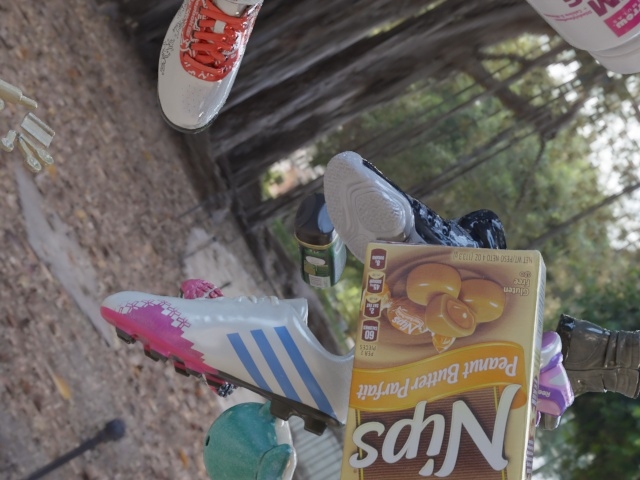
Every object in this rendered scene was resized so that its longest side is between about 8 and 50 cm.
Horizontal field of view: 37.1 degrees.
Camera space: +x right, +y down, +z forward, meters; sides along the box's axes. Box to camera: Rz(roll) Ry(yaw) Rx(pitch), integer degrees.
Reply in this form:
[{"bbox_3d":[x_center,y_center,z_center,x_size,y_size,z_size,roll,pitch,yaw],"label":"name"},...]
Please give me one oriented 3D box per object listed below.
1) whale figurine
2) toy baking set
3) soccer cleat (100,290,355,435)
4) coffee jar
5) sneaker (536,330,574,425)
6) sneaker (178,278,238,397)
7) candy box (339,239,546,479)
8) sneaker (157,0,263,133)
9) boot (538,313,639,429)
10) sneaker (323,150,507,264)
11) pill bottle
[{"bbox_3d":[-0.124,0.376,1.664,0.141,0.216,0.272,18,-4,-16],"label":"whale figurine"},{"bbox_3d":[-0.528,-0.208,1.566,0.256,0.030,0.197,30,25,-48],"label":"toy baking set"},{"bbox_3d":[-0.096,0.114,1.158,0.331,0.143,0.116,25,-14,-1],"label":"soccer cleat"},{"bbox_3d":[0.000,0.000,1.692,0.184,0.079,0.096,84,22,-56],"label":"coffee jar"},{"bbox_3d":[0.225,0.201,1.216,0.095,0.236,0.105,-32,92,-44],"label":"sneaker"},{"bbox_3d":[-0.246,0.200,1.955,0.112,0.121,0.299,23,-42,33],"label":"sneaker"},{"bbox_3d":[0.126,0.166,0.979,0.087,0.182,0.317,38,57,-66],"label":"candy box"},{"bbox_3d":[-0.110,-0.249,1.029,0.090,0.270,0.145,22,0,-9],"label":"sneaker"},{"bbox_3d":[0.465,0.246,1.629,0.083,0.161,0.247,-52,152,-53],"label":"boot"},{"bbox_3d":[0.125,-0.012,1.158,0.269,0.153,0.101,50,-45,3],"label":"sneaker"},{"bbox_3d":[0.329,-0.335,1.172,0.283,0.160,0.160,31,19,-36],"label":"pill bottle"}]
